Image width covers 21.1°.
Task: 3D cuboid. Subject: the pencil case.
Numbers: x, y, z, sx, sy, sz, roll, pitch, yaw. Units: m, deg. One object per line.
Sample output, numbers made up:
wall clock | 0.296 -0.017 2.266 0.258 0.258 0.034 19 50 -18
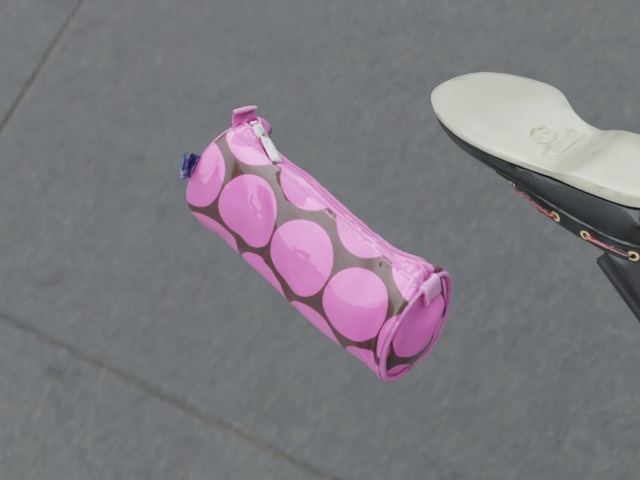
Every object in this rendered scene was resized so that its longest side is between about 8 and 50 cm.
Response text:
pencil case | 0.000 0.000 1.193 0.209 0.098 0.095 39 34 21

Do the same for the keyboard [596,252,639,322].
keyboard | 0.182 0.048 0.668 0.100 0.038 0.192 -8 26 -6

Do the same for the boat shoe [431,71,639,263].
boat shoe | 0.093 -0.030 0.685 0.049 0.042 0.133 -33 43 -25
